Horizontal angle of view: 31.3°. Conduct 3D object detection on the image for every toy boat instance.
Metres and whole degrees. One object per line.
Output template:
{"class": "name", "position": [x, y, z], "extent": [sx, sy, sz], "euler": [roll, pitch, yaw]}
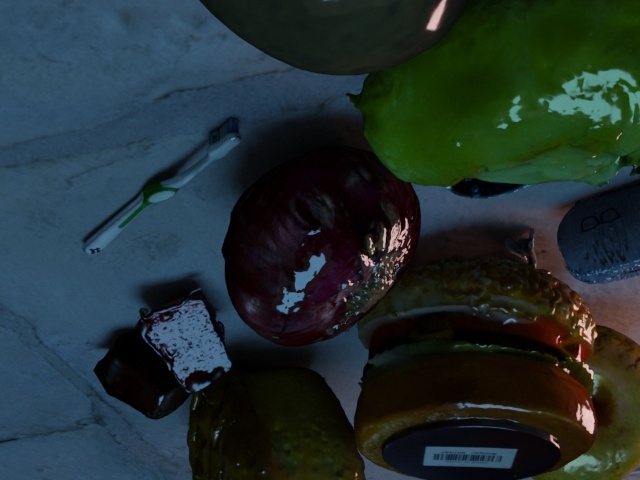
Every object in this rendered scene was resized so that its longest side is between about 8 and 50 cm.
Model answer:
{"class": "toy boat", "position": [0.204, -0.081, 1.285], "extent": [0.137, 0.060, 0.061], "euler": [-15, 169, 25]}

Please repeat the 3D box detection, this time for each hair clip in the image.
{"class": "hair clip", "position": [0.270, 0.024, 1.516], "extent": [0.039, 0.030, 0.115], "euler": [4, 151, 19]}

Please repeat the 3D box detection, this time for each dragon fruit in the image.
{"class": "dragon fruit", "position": [-0.179, 0.118, 1.530], "extent": [0.102, 0.096, 0.147], "euler": [-22, 117, 5]}

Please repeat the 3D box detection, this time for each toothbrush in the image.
{"class": "toothbrush", "position": [-0.185, -0.050, 1.285], "extent": [0.030, 0.030, 0.304], "euler": [19, 141, -37]}

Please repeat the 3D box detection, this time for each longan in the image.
{"class": "longan", "position": [0.004, -0.235, 0.841], "extent": [0.246, 0.215, 0.246], "euler": [11, 135, 12]}

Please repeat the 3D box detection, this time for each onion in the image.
{"class": "onion", "position": [0.000, 0.000, 1.252], "extent": [0.246, 0.190, 0.246], "euler": [-33, 159, -15]}

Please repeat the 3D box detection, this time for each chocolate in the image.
{"class": "chocolate", "position": [-0.238, 0.178, 1.592], "extent": [0.149, 0.125, 0.080], "euler": [7, 131, -15]}

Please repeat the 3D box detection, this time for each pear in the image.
{"class": "pear", "position": [0.390, 0.252, 1.717], "extent": [0.271, 0.271, 0.271], "euler": [-5, 150, -3]}

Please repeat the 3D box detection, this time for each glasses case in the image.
{"class": "glasses case", "position": [0.427, -0.025, 1.381], "extent": [0.282, 0.109, 0.067], "euler": [-18, 150, 18]}

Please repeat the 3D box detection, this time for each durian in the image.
{"class": "durian", "position": [0.200, -0.145, 1.030], "extent": [0.340, 0.204, 0.256], "euler": [0, 138, -7]}

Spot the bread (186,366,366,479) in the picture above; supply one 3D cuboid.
{"class": "bread", "position": [-0.073, 0.371, 1.723], "extent": [0.215, 0.398, 0.398], "euler": [-10, 152, -20]}

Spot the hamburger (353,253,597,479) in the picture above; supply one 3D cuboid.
{"class": "hamburger", "position": [0.204, 0.169, 1.508], "extent": [0.330, 0.250, 0.330], "euler": [1, 150, 1]}
